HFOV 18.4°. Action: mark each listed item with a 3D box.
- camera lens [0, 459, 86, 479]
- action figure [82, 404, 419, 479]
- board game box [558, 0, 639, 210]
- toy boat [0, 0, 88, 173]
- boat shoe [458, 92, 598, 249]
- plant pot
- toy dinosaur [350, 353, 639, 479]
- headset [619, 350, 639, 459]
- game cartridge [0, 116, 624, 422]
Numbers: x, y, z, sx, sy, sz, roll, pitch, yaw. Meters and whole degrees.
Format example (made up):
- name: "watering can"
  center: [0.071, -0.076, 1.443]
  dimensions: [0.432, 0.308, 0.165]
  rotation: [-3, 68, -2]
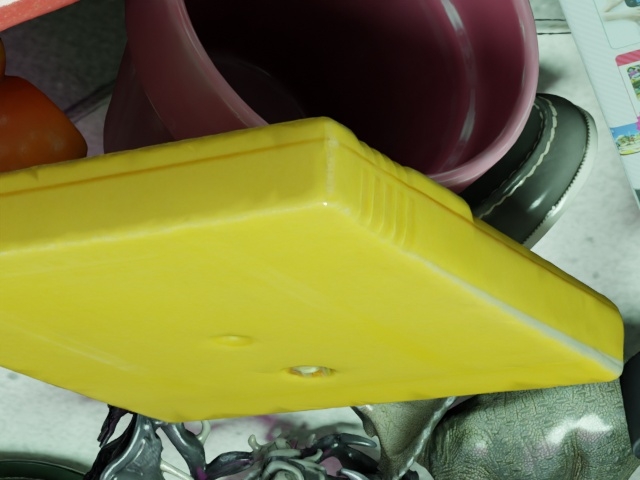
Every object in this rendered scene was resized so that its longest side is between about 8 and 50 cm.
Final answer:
- name: "camera lens"
  center: [-0.214, 0.303, 1.375]
  dimensions: [0.219, 0.219, 0.274]
  rotation: [4, 137, -5]
- name: "action figure"
  center: [-0.026, 0.187, 1.304]
  dimensions: [0.276, 0.164, 0.141]
  rotation: [30, 122, -16]
- name: "board game box"
  center: [0.253, -0.105, 1.030]
  dimensions: [0.224, 0.097, 0.303]
  rotation: [-15, 137, 14]
- name: "toy boat"
  center: [-0.166, -0.081, 0.917]
  dimensions: [0.231, 0.151, 0.151]
  rotation: [-38, 110, 17]
- name: "boat shoe"
  center: [0.000, 0.000, 1.130]
  dimensions: [0.335, 0.112, 0.095]
  rotation: [-29, 135, 32]
- name: "plant pot"
  center: [-0.019, -0.079, 1.002]
  dimensions: [0.201, 0.201, 0.180]
  rotation: [19, 150, -19]
- name: "toy dinosaur"
  center: [0.155, 0.127, 1.263]
  dimensions: [0.313, 0.121, 0.160]
  rotation: [-6, 150, 12]
- name: "headset"
  center: [0.338, 0.117, 1.156]
  dimensions: [0.243, 0.185, 0.394]
  rotation: [-19, 160, 32]
- name: "game cartridge"
  center: [-0.042, 0.025, 0.954]
  dimensions: [0.285, 0.052, 0.324]
  rotation: [-8, 159, 27]
